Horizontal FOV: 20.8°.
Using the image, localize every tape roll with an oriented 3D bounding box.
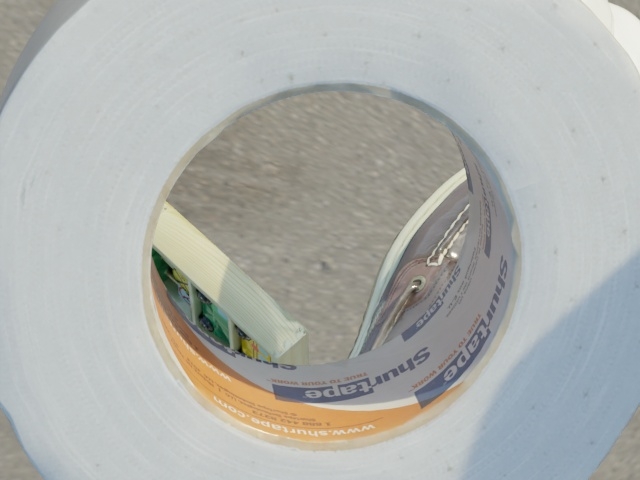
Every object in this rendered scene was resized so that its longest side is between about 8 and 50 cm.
[{"bbox_3d":[0.000,0.000,0.554,0.219,0.072,0.219,-2,106,-6],"label":"tape roll"}]

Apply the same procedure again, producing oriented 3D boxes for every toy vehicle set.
[{"bbox_3d":[-0.080,0.094,1.470,0.035,0.267,0.166,-41,68,-21],"label":"toy vehicle set"}]

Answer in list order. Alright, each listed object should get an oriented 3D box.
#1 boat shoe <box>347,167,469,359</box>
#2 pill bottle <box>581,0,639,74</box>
[{"bbox_3d":[0.065,0.071,0.968,0.103,0.092,0.285,46,69,-23],"label":"boat shoe"},{"bbox_3d":[0.199,-0.075,1.291,0.161,0.283,0.161,-24,42,24],"label":"pill bottle"}]
